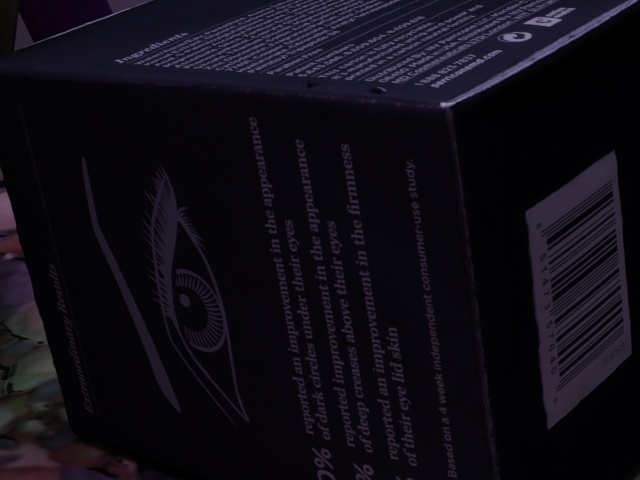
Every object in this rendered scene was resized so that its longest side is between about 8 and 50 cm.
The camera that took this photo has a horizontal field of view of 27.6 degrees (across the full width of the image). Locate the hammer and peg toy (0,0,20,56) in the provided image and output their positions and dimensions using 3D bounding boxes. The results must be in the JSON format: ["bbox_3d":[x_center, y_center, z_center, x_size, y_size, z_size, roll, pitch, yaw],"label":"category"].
[{"bbox_3d":[-0.243,-0.099,0.468,0.266,0.361,0.127,9,55,-11],"label":"hammer and peg toy"}]

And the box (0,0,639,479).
[{"bbox_3d":[0.000,0.000,0.440,0.207,0.153,0.108,12,31,40],"label":"box"}]

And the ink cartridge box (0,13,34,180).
[{"bbox_3d":[-0.114,-0.187,0.864,0.270,0.197,0.198,-15,24,-13],"label":"ink cartridge box"}]

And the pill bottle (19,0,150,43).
[{"bbox_3d":[-0.076,-0.174,0.626,0.181,0.323,0.181,-23,12,5],"label":"pill bottle"}]
